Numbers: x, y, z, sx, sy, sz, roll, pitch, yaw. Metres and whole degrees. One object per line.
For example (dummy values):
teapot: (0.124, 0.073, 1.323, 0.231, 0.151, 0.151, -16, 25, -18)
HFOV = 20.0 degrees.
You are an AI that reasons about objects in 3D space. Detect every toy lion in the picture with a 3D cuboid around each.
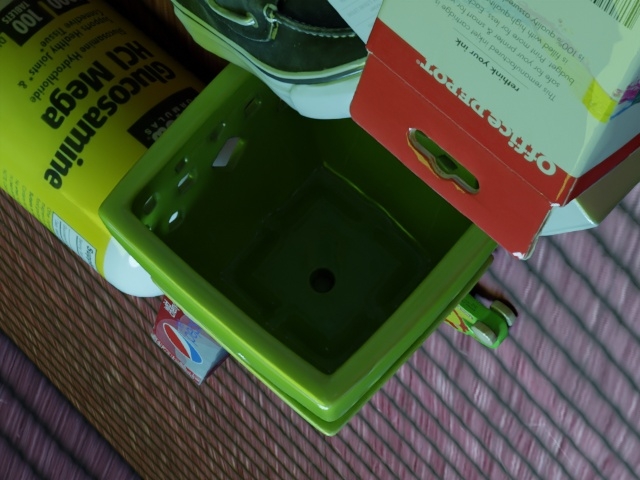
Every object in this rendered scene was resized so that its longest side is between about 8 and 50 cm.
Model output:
toy lion: (0.113, 0.055, 1.507, 0.100, 0.034, 0.096, 40, 168, 14)

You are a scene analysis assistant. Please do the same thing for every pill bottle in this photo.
pill bottle: (-0.168, -0.074, 1.580, 0.334, 0.188, 0.188, 39, 161, 15)

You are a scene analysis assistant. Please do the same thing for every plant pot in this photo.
plant pot: (0.000, 0.000, 1.339, 0.227, 0.228, 0.207, 40, 167, 14)

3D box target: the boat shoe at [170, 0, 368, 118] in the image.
boat shoe: (-0.027, -0.169, 1.184, 0.335, 0.121, 0.119, 21, 153, 54)

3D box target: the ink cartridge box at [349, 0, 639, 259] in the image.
ink cartridge box: (0.110, -0.114, 0.874, 0.134, 0.078, 0.231, 42, 140, 17)

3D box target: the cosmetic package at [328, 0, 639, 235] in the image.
cosmetic package: (0.100, -0.124, 1.022, 0.231, 0.117, 0.085, 50, 161, -10)

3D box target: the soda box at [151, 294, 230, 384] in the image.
soda box: (-0.111, 0.068, 1.902, 0.083, 0.092, 0.263, 43, 161, 3)
